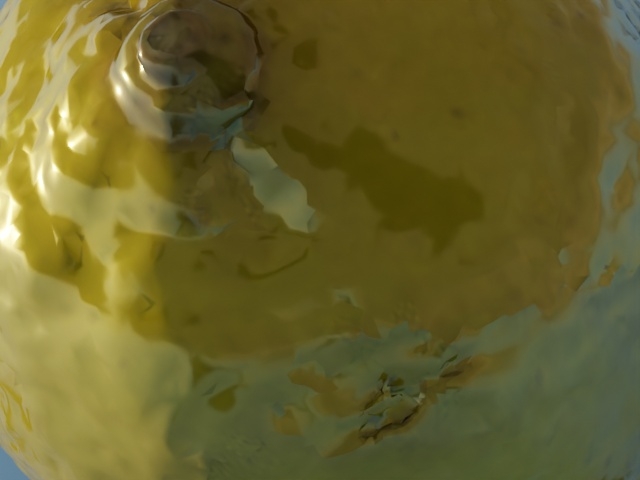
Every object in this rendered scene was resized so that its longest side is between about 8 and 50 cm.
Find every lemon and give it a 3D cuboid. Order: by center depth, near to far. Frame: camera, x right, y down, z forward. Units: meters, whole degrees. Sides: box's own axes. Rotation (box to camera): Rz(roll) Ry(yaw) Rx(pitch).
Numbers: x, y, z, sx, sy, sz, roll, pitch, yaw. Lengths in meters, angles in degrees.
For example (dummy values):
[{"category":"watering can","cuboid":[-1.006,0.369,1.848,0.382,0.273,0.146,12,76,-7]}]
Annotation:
[{"category":"lemon","cuboid":[0.000,0.000,0.590,0.268,0.322,0.268,-11,-114,26]}]
